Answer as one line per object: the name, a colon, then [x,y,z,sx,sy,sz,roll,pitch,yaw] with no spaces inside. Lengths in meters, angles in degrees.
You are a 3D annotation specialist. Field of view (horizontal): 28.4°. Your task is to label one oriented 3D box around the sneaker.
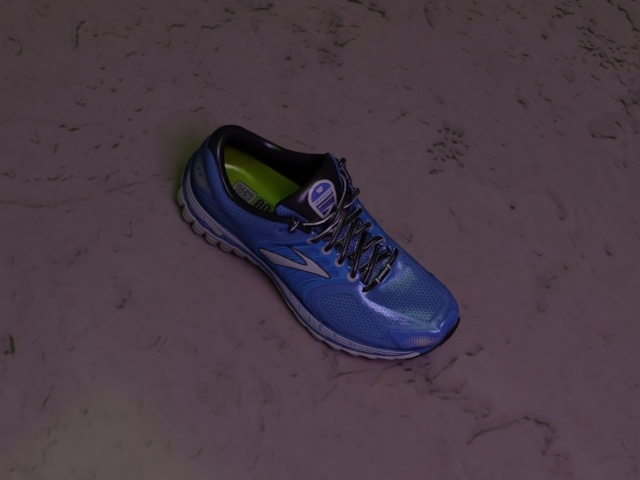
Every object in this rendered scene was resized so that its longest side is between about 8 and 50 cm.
sneaker: [0.000,0.000,1.286,0.330,0.147,0.130,34,63,4]
